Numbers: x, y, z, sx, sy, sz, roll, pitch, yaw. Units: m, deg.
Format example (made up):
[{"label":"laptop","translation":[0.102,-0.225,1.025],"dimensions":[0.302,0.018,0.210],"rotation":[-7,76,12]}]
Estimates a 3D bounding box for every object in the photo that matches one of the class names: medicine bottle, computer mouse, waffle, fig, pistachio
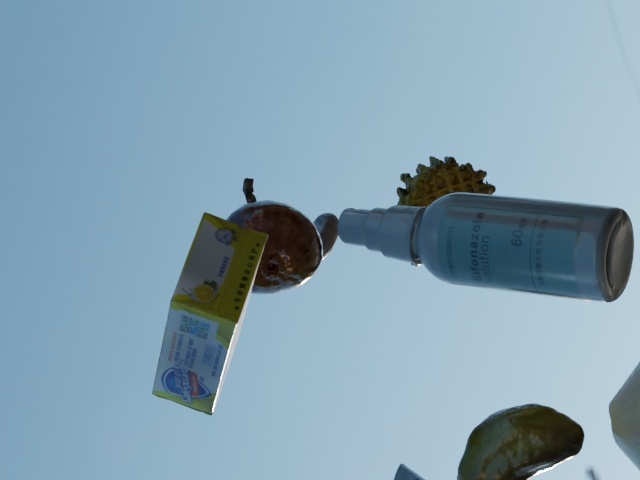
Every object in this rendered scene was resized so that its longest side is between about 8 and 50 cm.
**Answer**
[{"label":"medicine bottle","translation":[0.181,0.000,1.666],"dimensions":[0.110,0.352,0.110],"rotation":[-15,-72,-57]},{"label":"computer mouse","translation":[0.002,0.000,2.336],"dimensions":[0.039,0.096,0.066],"rotation":[24,-171,-20]},{"label":"waffle","translation":[0.211,-0.040,2.383],"dimensions":[0.197,0.070,0.193],"rotation":[17,-105,-24]},{"label":"fig","translation":[-0.092,0.006,2.206],"dimensions":[0.149,0.202,0.148],"rotation":[-33,-67,-24]},{"label":"pistachio","translation":[0.259,0.274,1.912],"dimensions":[0.110,0.189,0.100],"rotation":[46,-154,-23]}]

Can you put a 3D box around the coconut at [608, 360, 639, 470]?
[{"label":"coconut","translation":[0.511,0.237,1.905],"dimensions":[0.259,0.259,0.259],"rotation":[32,-130,-50]}]

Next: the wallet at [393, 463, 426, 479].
[{"label":"wallet","translation":[0.153,0.466,2.457],"dimensions":[0.255,0.031,0.137],"rotation":[180,103,-81]}]

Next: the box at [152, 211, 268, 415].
[{"label":"box","translation":[-0.160,0.108,2.034],"dimensions":[0.265,0.097,0.168],"rotation":[109,178,-54]}]
